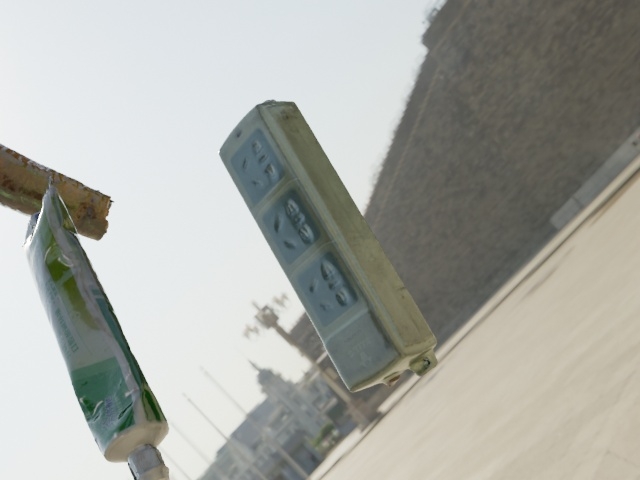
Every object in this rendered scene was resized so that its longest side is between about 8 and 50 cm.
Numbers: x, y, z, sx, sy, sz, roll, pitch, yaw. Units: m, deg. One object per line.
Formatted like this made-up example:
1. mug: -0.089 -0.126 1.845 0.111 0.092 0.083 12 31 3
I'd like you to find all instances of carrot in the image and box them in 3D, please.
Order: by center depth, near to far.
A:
1. carrot: -0.347 -0.076 0.884 0.070 0.260 0.070 -54 20 30

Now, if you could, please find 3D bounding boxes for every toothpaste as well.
1. toothpaste: -0.167 0.068 0.598 0.047 0.248 0.078 -6 -36 -42

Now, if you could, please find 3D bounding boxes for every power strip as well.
1. power strip: 0.000 0.000 0.675 0.052 0.272 0.078 -16 -19 -47
